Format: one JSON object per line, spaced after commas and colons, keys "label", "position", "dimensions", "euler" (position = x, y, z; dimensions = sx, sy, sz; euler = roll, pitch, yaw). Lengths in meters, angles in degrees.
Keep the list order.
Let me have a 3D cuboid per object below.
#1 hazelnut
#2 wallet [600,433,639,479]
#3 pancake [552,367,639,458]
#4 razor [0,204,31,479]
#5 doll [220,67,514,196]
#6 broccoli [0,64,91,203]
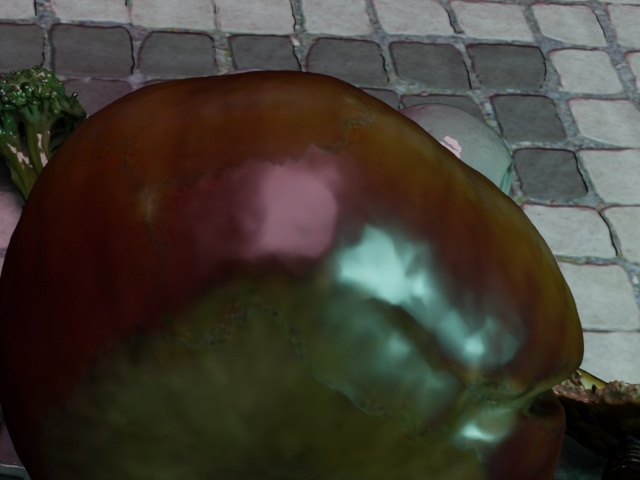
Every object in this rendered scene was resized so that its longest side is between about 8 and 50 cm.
{"label": "hazelnut", "position": [-0.012, 0.062, 1.240], "dimensions": [0.409, 0.359, 0.359], "euler": [33, 27, -36]}
{"label": "wallet", "position": [0.309, 0.223, 1.344], "dimensions": [0.232, 0.122, 0.031], "euler": [23, 56, 12]}
{"label": "pancake", "position": [0.269, 0.151, 1.397], "dimensions": [0.257, 0.212, 0.056], "euler": [34, 73, -23]}
{"label": "razor", "position": [-0.243, 0.085, 1.409], "dimensions": [0.111, 0.056, 0.278], "euler": [9, 45, 1]}
{"label": "doll", "position": [0.019, -0.072, 1.604], "dimensions": [0.287, 0.151, 0.151], "euler": [19, 41, 14]}
{"label": "broccoli", "position": [-0.236, -0.056, 1.569], "dimensions": [0.118, 0.122, 0.204], "euler": [-16, 60, -9]}
